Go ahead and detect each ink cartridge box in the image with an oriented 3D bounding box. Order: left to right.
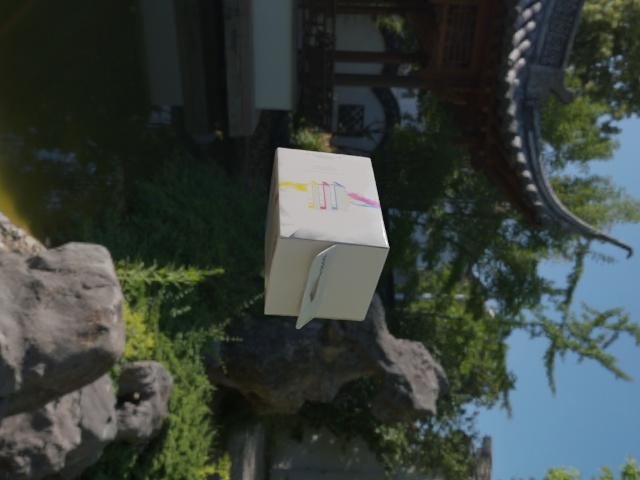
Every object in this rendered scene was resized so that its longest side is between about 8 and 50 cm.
[{"bbox_3d":[0.000,0.000,0.549,0.143,0.090,0.092,-96,-166,-47],"label":"ink cartridge box"}]
